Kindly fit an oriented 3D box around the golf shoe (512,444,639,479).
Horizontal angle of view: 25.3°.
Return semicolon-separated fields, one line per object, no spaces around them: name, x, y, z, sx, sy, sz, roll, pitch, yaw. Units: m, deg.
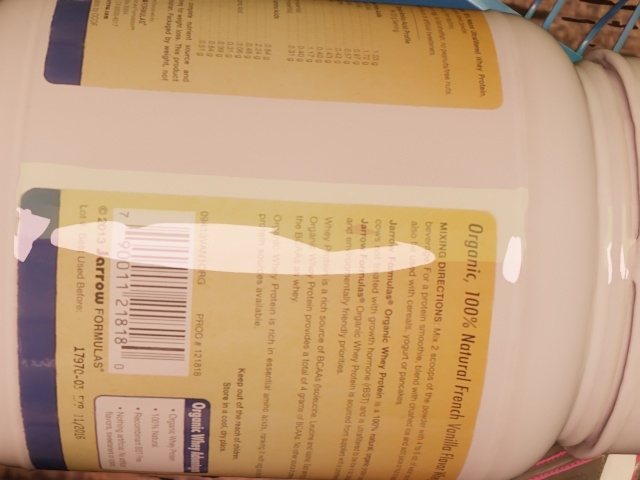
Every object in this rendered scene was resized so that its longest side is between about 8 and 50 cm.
golf shoe;0.188;0.093;0.784;0.273;0.105;0.120;-34;79;-18

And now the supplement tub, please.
supplement tub;0.000;0.000;0.679;0.316;0.228;0.228;3;76;-4

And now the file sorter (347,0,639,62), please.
file sorter;0.090;-0.145;0.810;0.170;0.118;0.104;34;69;-3
